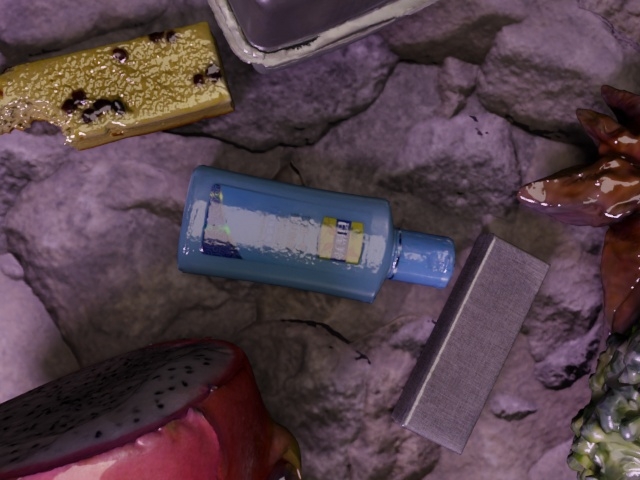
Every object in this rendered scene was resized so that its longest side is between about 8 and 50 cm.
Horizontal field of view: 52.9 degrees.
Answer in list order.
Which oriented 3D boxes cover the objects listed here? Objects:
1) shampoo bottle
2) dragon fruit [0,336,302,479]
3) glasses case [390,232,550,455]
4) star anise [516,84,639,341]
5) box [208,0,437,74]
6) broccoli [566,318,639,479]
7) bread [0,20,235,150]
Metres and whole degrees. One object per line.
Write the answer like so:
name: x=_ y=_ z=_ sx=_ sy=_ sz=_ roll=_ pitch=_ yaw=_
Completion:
shampoo bottle: x=0.000 y=0.000 z=0.615 sx=0.258 sy=0.061 sz=0.104 roll=10 pitch=88 yaw=-5
dragon fruit: x=-0.156 y=0.204 z=0.488 sx=0.290 sy=0.290 sz=0.189 roll=-19 pitch=95 yaw=-6
glasses case: x=0.146 y=0.098 z=0.632 sx=0.070 sy=0.047 sz=0.205 roll=27 pitch=85 yaw=-8
star anise: x=0.366 y=-0.063 z=0.627 sx=0.349 sy=0.109 sz=0.293 roll=-13 pitch=100 yaw=-5
box: x=-0.025 y=-0.309 z=0.573 sx=0.220 sy=0.166 sz=0.291 roll=-25 pitch=89 yaw=-5
broccoli: x=0.384 y=0.139 z=0.543 sx=0.334 sy=0.324 sz=0.272 roll=11 pitch=65 yaw=-27
bread: x=-0.201 y=-0.139 z=0.608 sx=0.226 sy=0.049 sz=0.088 roll=-16 pitch=89 yaw=-5
